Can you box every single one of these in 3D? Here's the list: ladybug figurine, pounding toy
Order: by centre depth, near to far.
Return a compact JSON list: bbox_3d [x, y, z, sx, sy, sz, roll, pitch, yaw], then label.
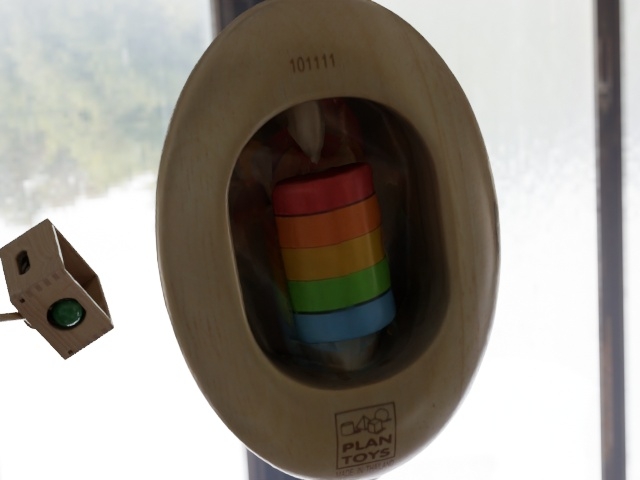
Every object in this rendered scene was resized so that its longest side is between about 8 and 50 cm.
[{"bbox_3d":[0.000,0.000,1.405,0.305,0.449,0.162,-10,-164,-14],"label":"ladybug figurine"},{"bbox_3d":[-0.315,0.065,1.808,0.100,0.130,0.141,-33,-143,4],"label":"pounding toy"}]
